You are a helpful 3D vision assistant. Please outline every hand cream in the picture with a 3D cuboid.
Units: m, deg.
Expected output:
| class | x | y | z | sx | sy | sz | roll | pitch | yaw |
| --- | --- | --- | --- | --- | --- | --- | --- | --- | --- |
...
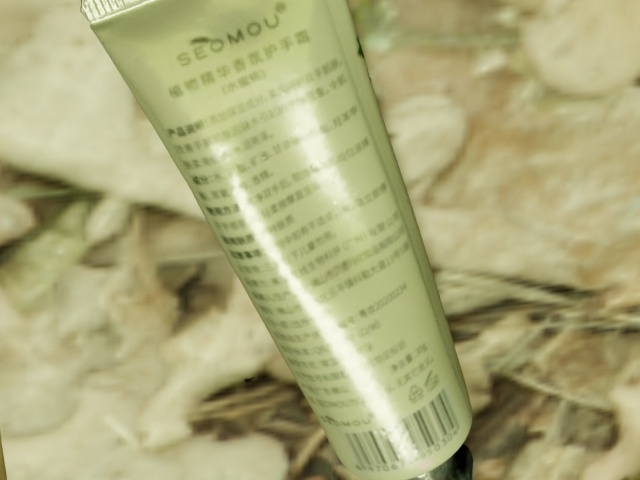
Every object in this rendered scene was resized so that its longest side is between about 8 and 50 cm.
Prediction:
| class | x | y | z | sx | sy | sz | roll | pitch | yaw |
| --- | --- | --- | --- | --- | --- | --- | --- | --- | --- |
| hand cream | 0.000 | 0.000 | 0.647 | 0.080 | 0.050 | 0.234 | -23 | 124 | 0 |

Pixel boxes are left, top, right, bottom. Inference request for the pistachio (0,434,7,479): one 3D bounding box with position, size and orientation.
| class | x | y | z | sx | sy | sz | roll | pitch | yaw |
| --- | --- | --- | --- | --- | --- | --- | --- | --- | --- |
| pistachio | -0.169 | 0.058 | 0.564 | 0.157 | 0.157 | 0.229 | -12 | 115 | -9 |
